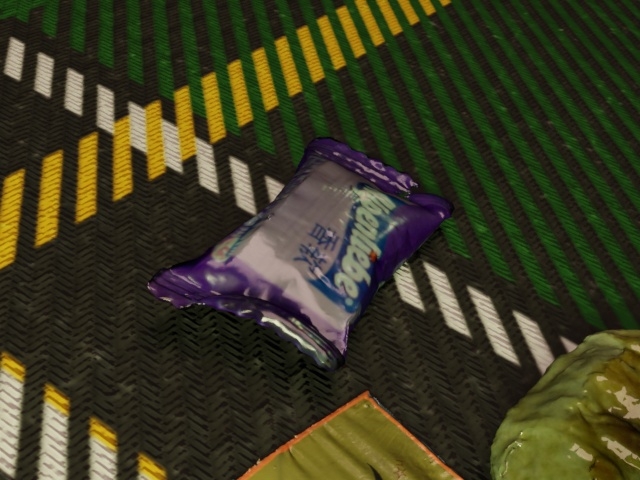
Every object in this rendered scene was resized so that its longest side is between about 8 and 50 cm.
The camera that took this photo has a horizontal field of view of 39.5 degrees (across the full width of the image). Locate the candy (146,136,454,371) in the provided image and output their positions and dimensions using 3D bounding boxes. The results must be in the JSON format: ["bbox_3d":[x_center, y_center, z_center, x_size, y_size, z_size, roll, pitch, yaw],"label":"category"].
[{"bbox_3d":[0.000,0.000,0.690,0.145,0.070,0.275,29,38,11],"label":"candy"}]

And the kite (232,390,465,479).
[{"bbox_3d":[0.012,0.222,0.468,0.327,0.013,0.377,3,40,-8],"label":"kite"}]

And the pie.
[{"bbox_3d":[0.243,0.164,0.538,0.306,0.071,0.306,10,35,-7],"label":"pie"}]
